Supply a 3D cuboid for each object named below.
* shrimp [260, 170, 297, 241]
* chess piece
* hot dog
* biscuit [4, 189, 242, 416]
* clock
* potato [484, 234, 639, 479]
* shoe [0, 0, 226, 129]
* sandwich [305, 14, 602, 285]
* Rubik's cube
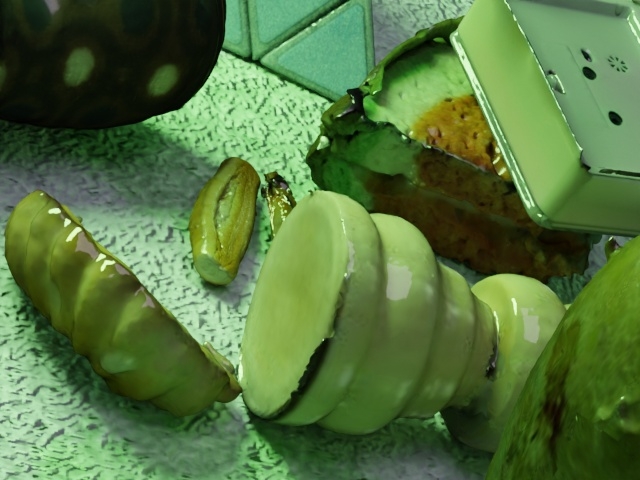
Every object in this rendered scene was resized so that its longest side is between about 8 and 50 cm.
[{"bbox_3d":[0.000,0.000,1.298,0.091,0.025,0.127,-2,51,-35],"label":"shrimp"},{"bbox_3d":[0.091,0.073,1.178,0.261,0.142,0.142,18,32,-23],"label":"chess piece"},{"bbox_3d":[-0.066,-0.016,1.281,0.044,0.028,0.137,43,29,-21],"label":"hot dog"},{"bbox_3d":[-0.132,0.035,1.125,0.183,0.061,0.118,43,-5,27],"label":"biscuit"},{"bbox_3d":[0.192,-0.094,1.346,0.147,0.071,0.192,5,48,-32],"label":"clock"},{"bbox_3d":[0.196,0.126,0.934,0.219,0.359,0.269,-1,31,-19],"label":"potato"},{"bbox_3d":[-0.252,-0.157,1.228,0.384,0.171,0.237,18,25,-7],"label":"shoe"},{"bbox_3d":[0.125,-0.066,1.416,0.212,0.109,0.292,37,38,3],"label":"sandwich"},{"bbox_3d":[-0.056,-0.257,1.539,0.233,0.229,0.228,5,-30,42],"label":"Rubik's cube"}]
